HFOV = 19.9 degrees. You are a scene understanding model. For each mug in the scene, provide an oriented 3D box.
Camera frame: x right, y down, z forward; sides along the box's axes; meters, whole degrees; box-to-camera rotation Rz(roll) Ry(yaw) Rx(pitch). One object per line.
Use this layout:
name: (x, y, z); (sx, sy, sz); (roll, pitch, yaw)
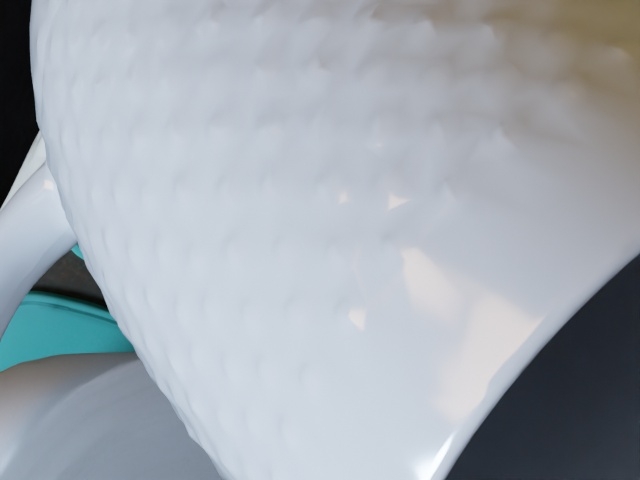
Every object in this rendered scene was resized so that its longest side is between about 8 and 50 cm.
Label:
mug: (0.000, 0.000, 0.733); (0.374, 0.276, 0.328); (-41, 57, -4)

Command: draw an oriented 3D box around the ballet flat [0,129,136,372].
ballet flat: (-0.150, 0.008, 1.106); (0.139, 0.139, 0.400); (45, 113, 42)

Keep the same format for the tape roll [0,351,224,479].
tape roll: (-0.087, 0.195, 0.872); (0.100, 0.286, 0.286); (-6, 81, 47)
